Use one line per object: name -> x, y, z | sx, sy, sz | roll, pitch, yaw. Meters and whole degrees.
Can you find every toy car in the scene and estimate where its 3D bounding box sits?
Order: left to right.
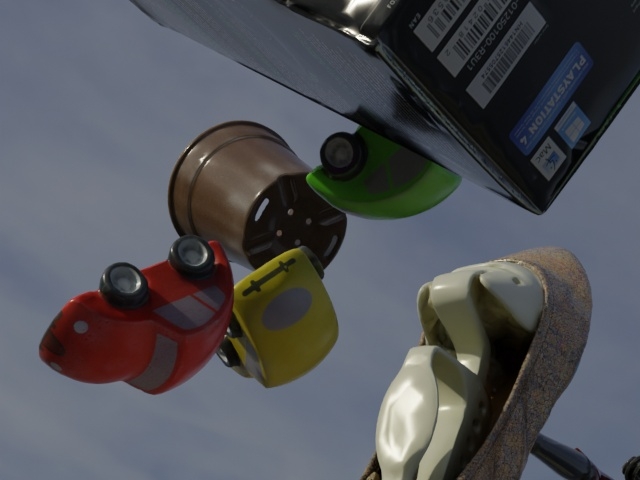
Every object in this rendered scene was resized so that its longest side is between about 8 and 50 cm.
toy car -> 0.000, 0.000, 0.789 | 0.053, 0.225, 0.239 | 51, 14, 17

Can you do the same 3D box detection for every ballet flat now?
ballet flat -> 0.094, 0.085, 1.009 | 0.107, 0.316, 0.106 | -11, -54, 31

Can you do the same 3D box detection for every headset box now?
headset box -> 0.033, -0.184, 0.676 | 0.283, 0.246, 0.131 | 30, -7, 43

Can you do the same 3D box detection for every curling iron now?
curling iron -> 0.246, 0.200, 1.488 | 0.035, 0.068, 0.274 | 36, 8, 38

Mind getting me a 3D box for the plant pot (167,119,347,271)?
plant pot -> -0.061, -0.034, 1.794 | 0.167, 0.167, 0.165 | 35, -2, -33
